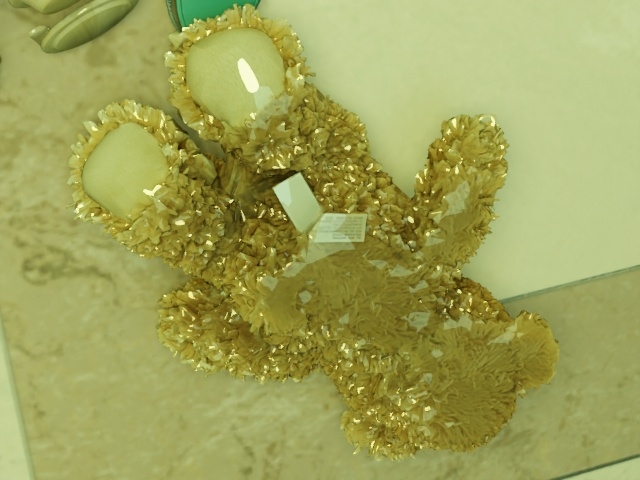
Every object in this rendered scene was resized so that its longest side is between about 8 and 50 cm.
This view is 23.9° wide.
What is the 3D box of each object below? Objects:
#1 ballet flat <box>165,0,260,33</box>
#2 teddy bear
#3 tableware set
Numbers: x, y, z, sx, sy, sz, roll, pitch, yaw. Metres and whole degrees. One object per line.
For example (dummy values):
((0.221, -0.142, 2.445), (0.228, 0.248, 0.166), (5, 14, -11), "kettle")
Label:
((-0.060, -0.191, 0.854), (0.070, 0.070, 0.188), (-9, 147, -16), "ballet flat")
((0.000, 0.000, 0.952), (0.338, 0.113, 0.245), (24, 103, -22), "teddy bear")
((-0.170, -0.111, 0.823), (0.168, 0.141, 0.020), (-30, 87, -5), "tableware set")
